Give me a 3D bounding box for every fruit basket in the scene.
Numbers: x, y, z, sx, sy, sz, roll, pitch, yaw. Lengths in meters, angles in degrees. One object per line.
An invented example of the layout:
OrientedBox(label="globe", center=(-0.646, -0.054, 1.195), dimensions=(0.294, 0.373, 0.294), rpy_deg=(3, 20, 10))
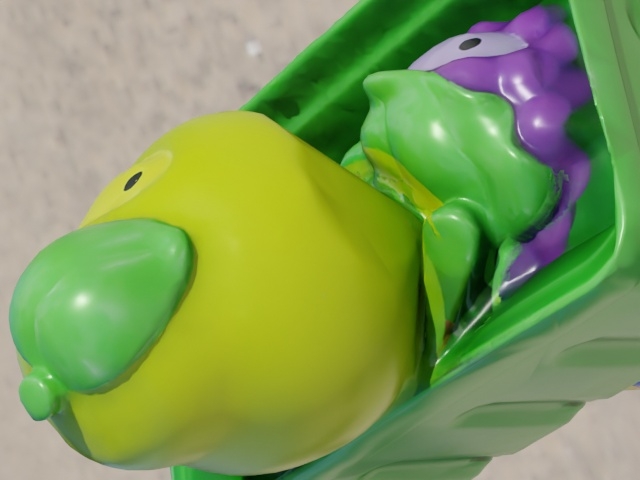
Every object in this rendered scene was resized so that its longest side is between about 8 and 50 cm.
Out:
OrientedBox(label="fruit basket", center=(0.000, 0.000, 0.981), dimensions=(0.392, 0.392, 0.283), rpy_deg=(94, 171, -60))

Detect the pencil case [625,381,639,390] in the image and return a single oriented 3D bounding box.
OrientedBox(label="pencil case", center=(0.145, 0.051, 1.272), dimensions=(0.236, 0.104, 0.104), rpy_deg=(0, 116, 32))
